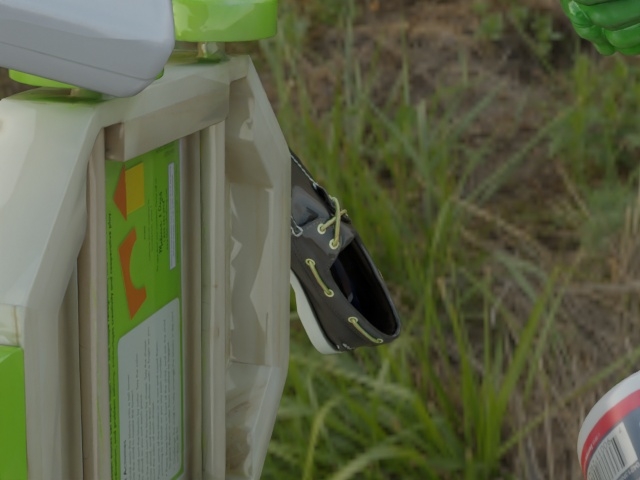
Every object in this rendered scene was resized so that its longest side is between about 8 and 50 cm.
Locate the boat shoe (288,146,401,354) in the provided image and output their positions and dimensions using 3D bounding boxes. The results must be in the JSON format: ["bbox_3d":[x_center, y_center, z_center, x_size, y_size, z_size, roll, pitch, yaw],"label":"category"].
[{"bbox_3d":[0.000,0.000,1.371,0.069,0.227,0.081,-7,40,27],"label":"boat shoe"}]

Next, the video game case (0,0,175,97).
[{"bbox_3d":[-0.193,-0.216,0.512,0.300,0.036,0.329,13,53,-31],"label":"video game case"}]

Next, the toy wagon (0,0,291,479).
[{"bbox_3d":[-0.084,0.046,0.638,0.068,0.267,0.344,5,15,18],"label":"toy wagon"}]

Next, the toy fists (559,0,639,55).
[{"bbox_3d":[0.194,-0.199,1.121,0.096,0.279,0.142,-30,80,12],"label":"toy fists"}]

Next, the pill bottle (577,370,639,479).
[{"bbox_3d":[0.196,0.151,0.775,0.108,0.108,0.180,-11,46,-4],"label":"pill bottle"}]
